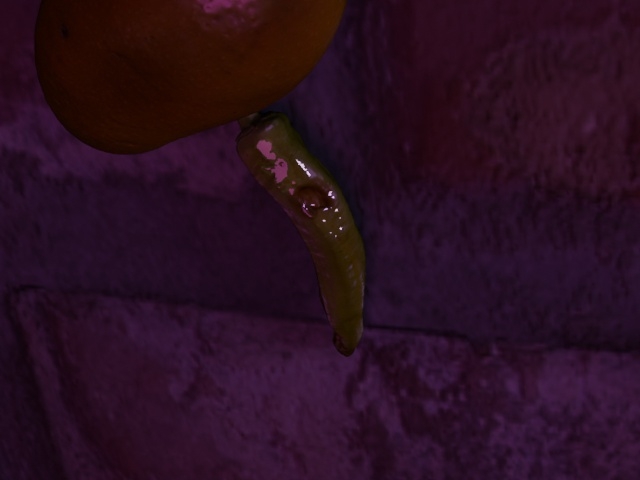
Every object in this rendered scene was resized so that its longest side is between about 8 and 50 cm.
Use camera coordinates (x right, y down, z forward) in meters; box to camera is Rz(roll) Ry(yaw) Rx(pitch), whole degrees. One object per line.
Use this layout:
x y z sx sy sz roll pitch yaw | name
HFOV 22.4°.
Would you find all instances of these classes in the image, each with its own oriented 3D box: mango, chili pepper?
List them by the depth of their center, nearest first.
-0.076 -0.113 0.839 0.136 0.099 0.227 32 141 -21 | mango
0.001 0.000 0.951 0.049 0.043 0.208 -15 127 12 | chili pepper
